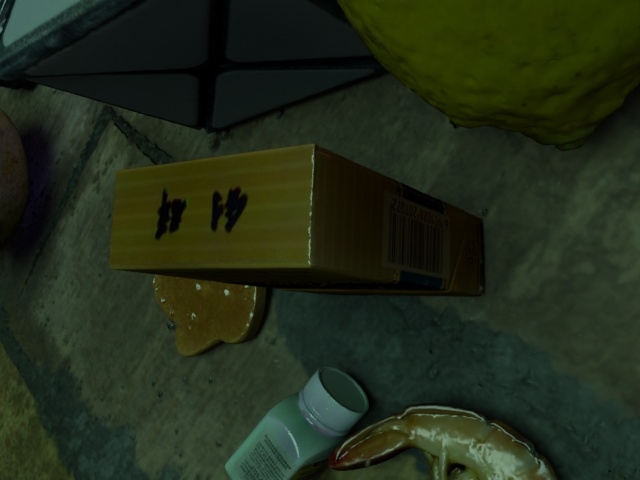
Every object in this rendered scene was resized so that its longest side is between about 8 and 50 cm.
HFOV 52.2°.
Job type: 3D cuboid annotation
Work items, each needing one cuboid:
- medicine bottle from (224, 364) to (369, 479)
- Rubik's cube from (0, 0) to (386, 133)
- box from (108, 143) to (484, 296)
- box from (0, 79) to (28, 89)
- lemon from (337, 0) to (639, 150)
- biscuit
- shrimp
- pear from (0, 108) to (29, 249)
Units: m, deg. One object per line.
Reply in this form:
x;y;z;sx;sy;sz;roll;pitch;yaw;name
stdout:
-0.015;0.162;0.539;0.055;0.074;0.118;47;110;28;medicine bottle
-0.096;-0.254;0.529;0.254;0.259;0.260;-10;84;34;Rubik's cube
0.000;-0.001;0.447;0.152;0.237;0.070;-3;79;33;box
-0.402;-0.419;0.845;0.359;0.091;0.350;-49;61;21;box
0.118;-0.205;0.377;0.253;0.253;0.311;-15;99;32;lemon
-0.113;0.059;0.645;0.140;0.023;0.118;24;99;32;biscuit
0.059;0.192;0.487;0.235;0.053;0.133;-11;95;24;shrimp
-0.469;-0.067;0.795;0.228;0.188;0.212;-2;77;34;pear
